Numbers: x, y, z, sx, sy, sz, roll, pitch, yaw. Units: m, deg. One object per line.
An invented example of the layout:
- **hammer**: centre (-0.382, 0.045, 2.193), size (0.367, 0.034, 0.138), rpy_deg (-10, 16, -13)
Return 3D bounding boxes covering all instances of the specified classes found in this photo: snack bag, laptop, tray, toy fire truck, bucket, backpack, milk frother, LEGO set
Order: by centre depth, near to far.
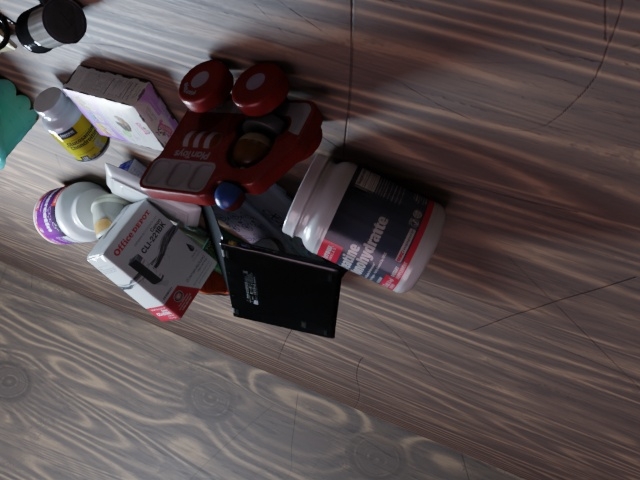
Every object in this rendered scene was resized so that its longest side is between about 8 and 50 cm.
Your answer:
- **toy fire truck**: centre (-0.152, -0.164, 1.302), size (0.302, 0.254, 0.169), rpy_deg (11, 155, 34)
- **milk frother**: centre (-0.527, -0.387, 1.357), size (0.134, 0.143, 0.129), rpy_deg (4, 143, 49)
- **backpack**: centre (0.000, 0.000, 1.675), size (0.182, 0.152, 0.115), rpy_deg (38, 140, 6)
- **laptop**: centre (-0.132, 0.014, 1.752), size (0.407, 0.236, 0.382), rpy_deg (13, 152, 5)
- **snack bag**: centre (-0.140, -0.054, 1.861), size (0.342, 0.037, 0.323), rpy_deg (3, 149, 45)
- **bucket**: centre (-0.880, -0.311, 1.887), size (0.281, 0.183, 0.281), rpy_deg (22, 159, 9)
- **tray**: centre (-0.445, -0.109, 1.960), size (0.270, 0.030, 0.145), rpy_deg (25, 158, -4)
- **LEGO set**: centre (-0.481, -0.057, 2.219), size (0.244, 0.060, 0.182), rpy_deg (37, 153, -27)

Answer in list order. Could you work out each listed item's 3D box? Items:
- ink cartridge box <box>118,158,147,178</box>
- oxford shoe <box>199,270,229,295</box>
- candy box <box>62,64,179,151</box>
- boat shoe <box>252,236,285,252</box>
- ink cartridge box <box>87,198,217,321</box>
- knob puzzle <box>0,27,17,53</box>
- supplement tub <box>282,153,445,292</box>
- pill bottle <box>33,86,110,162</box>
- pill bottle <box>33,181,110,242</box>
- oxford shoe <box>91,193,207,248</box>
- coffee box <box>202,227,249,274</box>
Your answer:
- **ink cartridge box**: centre (-0.444, -0.136, 2.000), size (0.207, 0.046, 0.097), rpy_deg (38, 155, -28)
- **oxford shoe**: centre (-0.344, 0.123, 2.193), size (0.098, 0.097, 0.271), rpy_deg (-18, 155, 36)
- **candy box**: centre (-0.421, -0.280, 1.594), size (0.196, 0.070, 0.165), rpy_deg (17, 157, 23)
- **boat shoe**: centre (-0.131, 0.081, 1.996), size (0.116, 0.099, 0.319), rpy_deg (47, 148, 21)
- **ink cartridge box**: centre (-0.442, 0.054, 1.973), size (0.273, 0.197, 0.114), rpy_deg (44, 148, -23)
- **knob puzzle**: centre (-0.753, -0.469, 1.582), size (0.213, 0.030, 0.213), rpy_deg (22, 159, 9)
- **supplement tub**: centre (0.084, -0.034, 1.430), size (0.272, 0.191, 0.191), rpy_deg (25, 159, 1)
- **pill bottle**: centre (-0.585, -0.273, 1.754), size (0.103, 0.103, 0.184), rpy_deg (14, 157, 29)
- **pill bottle**: centre (-0.745, -0.083, 2.281), size (0.181, 0.182, 0.323), rpy_deg (38, 156, -30)
- **oxford shoe**: centre (-0.467, 0.019, 2.146), size (0.169, 0.130, 0.449), rpy_deg (-25, 140, 34)
- **coffee box**: centre (-0.249, 0.051, 2.130), size (0.184, 0.113, 0.040), rpy_deg (28, 162, -11)
